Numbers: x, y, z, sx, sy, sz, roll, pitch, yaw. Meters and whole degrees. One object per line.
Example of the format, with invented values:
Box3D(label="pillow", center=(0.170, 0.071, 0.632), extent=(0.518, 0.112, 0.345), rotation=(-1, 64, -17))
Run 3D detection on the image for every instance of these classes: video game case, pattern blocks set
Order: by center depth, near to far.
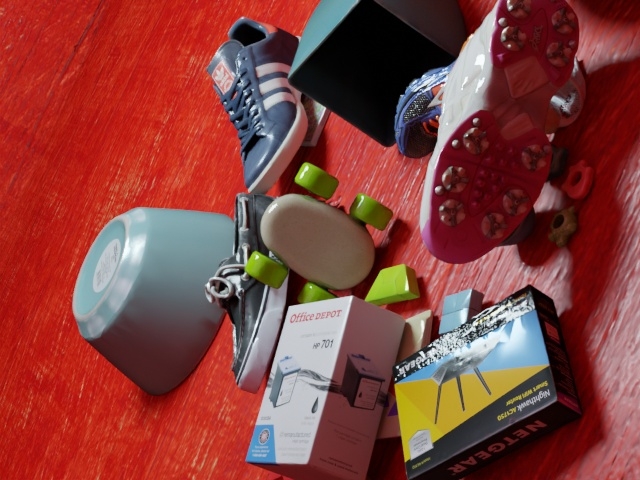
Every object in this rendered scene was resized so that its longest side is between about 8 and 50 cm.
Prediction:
Box3D(label="pattern blocks set", center=(0.061, 0.163, 1.350), extent=(0.325, 0.026, 0.285), rotation=(-9, 60, 59))
Box3D(label="video game case", center=(-0.007, -0.199, 1.802), extent=(0.087, 0.011, 0.122), rotation=(11, 77, 63))

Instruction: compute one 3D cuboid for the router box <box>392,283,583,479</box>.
Box3D(label="router box", center=(0.154, 0.142, 1.145), extent=(0.179, 0.046, 0.133), rotation=(-36, 42, 30))

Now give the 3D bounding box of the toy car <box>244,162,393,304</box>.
Box3D(label="toy car", center=(0.000, 0.000, 1.537), extent=(0.155, 0.149, 0.188), rotation=(-60, -2, 1))

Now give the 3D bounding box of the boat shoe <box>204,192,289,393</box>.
Box3D(label="boat shoe", center=(-0.100, 0.060, 1.609), extent=(0.113, 0.105, 0.306), rotation=(115, 166, -57))

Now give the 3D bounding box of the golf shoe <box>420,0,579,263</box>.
Box3D(label="golf shoe", center=(0.169, -0.110, 1.226), extent=(0.306, 0.115, 0.140), rotation=(-67, 14, -17))

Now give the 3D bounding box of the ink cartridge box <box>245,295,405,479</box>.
Box3D(label="ink cartridge box", center=(0.005, 0.166, 1.327), extent=(0.140, 0.082, 0.190), rotation=(-15, 56, 56))

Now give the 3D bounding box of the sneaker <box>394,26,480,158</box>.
Box3D(label="sneaker", center=(0.163, -0.162, 1.392), extent=(0.221, 0.083, 0.087), rotation=(-45, 40, 40))

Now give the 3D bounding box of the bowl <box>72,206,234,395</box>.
Box3D(label="bowl", center=(-0.277, 0.073, 1.890), extent=(0.311, 0.163, 0.311), rotation=(-41, 36, 39))

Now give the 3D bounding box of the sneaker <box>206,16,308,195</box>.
Box3D(label="sneaker", center=(-0.105, -0.209, 1.795), extent=(0.131, 0.148, 0.350), rotation=(-47, 24, 34))

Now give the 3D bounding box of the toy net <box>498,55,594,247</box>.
Box3D(label="toy net", center=(0.234, -0.100, 1.243), extent=(0.122, 0.045, 0.232), rotation=(-13, 56, 58))

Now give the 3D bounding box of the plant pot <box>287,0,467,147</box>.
Box3D(label="plant pot", center=(0.081, -0.281, 1.554), extent=(0.166, 0.165, 0.234), rotation=(-43, 26, 36))
